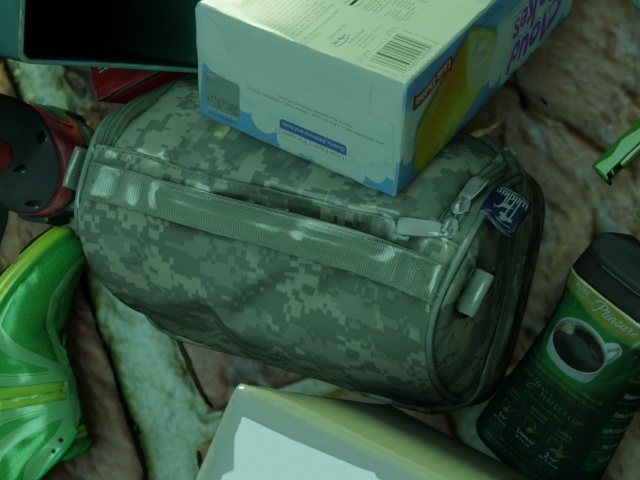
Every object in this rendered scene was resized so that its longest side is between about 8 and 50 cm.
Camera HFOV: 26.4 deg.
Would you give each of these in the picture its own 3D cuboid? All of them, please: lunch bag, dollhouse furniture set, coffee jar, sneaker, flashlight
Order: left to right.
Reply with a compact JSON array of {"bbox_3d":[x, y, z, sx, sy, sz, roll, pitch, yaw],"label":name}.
[{"bbox_3d":[-0.272,-0.071,1.055,0.103,0.304,0.103,-19,81,18],"label":"flashlight"},{"bbox_3d":[-0.244,0.132,1.153,0.124,0.109,0.295,17,90,-3],"label":"sneaker"},{"bbox_3d":[0.000,0.000,0.981,0.305,0.256,0.212,16,92,19],"label":"lunch bag"},{"bbox_3d":[0.195,0.089,0.979,0.096,0.079,0.184,43,115,33],"label":"coffee jar"},{"bbox_3d":[0.269,-0.018,0.984,0.058,0.076,0.151,-44,73,10],"label":"dollhouse furniture set"}]

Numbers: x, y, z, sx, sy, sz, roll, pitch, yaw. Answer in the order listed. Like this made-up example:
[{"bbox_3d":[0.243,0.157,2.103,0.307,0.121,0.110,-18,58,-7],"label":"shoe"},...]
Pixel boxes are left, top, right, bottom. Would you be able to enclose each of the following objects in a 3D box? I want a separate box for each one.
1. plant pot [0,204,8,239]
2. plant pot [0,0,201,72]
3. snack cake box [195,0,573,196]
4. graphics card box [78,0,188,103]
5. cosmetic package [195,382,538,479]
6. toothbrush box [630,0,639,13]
[{"bbox_3d":[-0.451,-0.055,1.154,0.293,0.235,0.292,-2,85,19],"label":"plant pot"},{"bbox_3d":[-0.187,-0.210,0.993,0.234,0.166,0.165,12,101,53],"label":"plant pot"},{"bbox_3d":[0.053,-0.156,0.915,0.152,0.264,0.089,24,136,23],"label":"snack cake box"},{"bbox_3d":[-0.112,-0.319,1.088,0.233,0.094,0.370,-19,80,42],"label":"graphics card box"},{"bbox_3d":[0.100,0.313,0.760,0.394,0.327,0.329,25,89,17],"label":"cosmetic package"},{"bbox_3d":[0.310,-0.234,0.929,0.216,0.126,0.295,-34,77,-4],"label":"toothbrush box"}]
